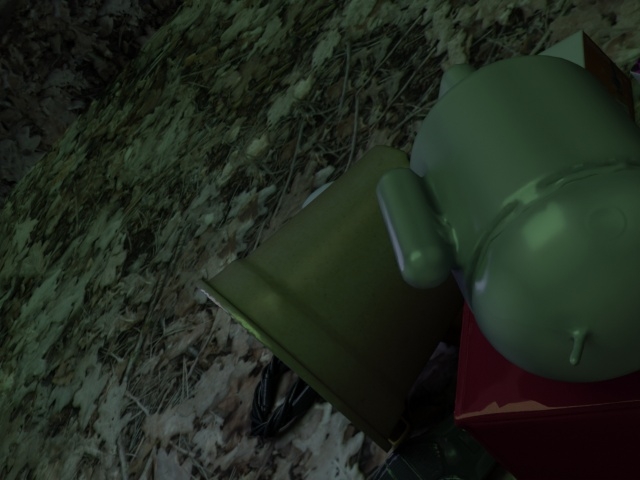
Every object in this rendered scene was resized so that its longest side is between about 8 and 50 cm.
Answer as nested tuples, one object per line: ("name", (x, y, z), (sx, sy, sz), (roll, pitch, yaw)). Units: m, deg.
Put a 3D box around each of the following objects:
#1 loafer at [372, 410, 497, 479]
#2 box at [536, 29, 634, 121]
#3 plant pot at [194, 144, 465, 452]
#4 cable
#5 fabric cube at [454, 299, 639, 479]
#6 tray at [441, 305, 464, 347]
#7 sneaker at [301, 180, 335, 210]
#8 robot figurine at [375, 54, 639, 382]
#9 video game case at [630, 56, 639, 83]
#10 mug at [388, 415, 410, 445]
("loafer", (0.187, 0.270, 1.194), (0.302, 0.095, 0.109), (-49, 62, 20))
("box", (0.368, -0.182, 1.299), (0.091, 0.130, 0.170), (-27, 42, 39))
("plant pot", (0.058, 0.054, 1.227), (0.305, 0.334, 0.334), (-49, 31, -7))
("cable", (-0.070, 0.253, 1.573), (0.184, 0.047, 0.150), (-53, 31, 6))
("fabric cube", (0.312, 0.113, 0.939), (0.258, 0.254, 0.259), (-13, 50, 30))
("tray", (0.163, 0.041, 1.429), (0.411, 0.076, 0.202), (12, 71, 56))
("sneaker", (0.000, 0.000, 1.650), (0.258, 0.094, 0.091), (-58, 38, 45))
("robot figurine", (0.201, -0.023, 0.798), (0.353, 0.300, 0.199), (-107, 13, -48))
("video game case", (0.477, -0.116, 1.013), (0.042, 0.210, 0.232), (-53, 32, 3))
("mug", (0.092, 0.258, 1.354), (0.064, 0.078, 0.062), (-50, -2, -7))
